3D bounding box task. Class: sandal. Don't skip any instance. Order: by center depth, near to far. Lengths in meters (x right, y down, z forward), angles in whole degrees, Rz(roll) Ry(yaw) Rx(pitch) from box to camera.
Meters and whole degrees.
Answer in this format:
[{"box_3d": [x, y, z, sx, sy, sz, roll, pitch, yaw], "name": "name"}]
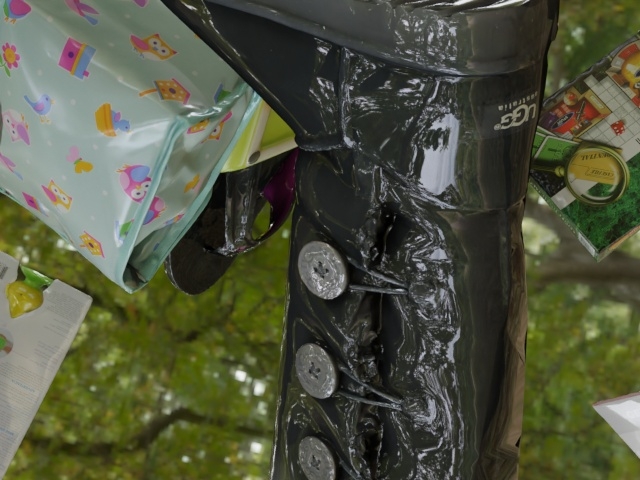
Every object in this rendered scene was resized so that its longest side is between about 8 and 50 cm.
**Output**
[{"box_3d": [-0.088, -0.104, 1.780, 0.167, 0.107, 0.446, 30, -86, -51], "name": "sandal"}]

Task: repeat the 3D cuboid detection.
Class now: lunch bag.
[{"box_3d": [-0.206, -0.099, 1.105, 0.160, 0.223, 0.262, -43, -13, -48], "name": "lunch bag"}]

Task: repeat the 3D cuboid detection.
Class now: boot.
[{"box_3d": [0.001, 0.001, 0.856, 0.146, 0.367, 0.445, -23, -54, -29], "name": "boot"}]

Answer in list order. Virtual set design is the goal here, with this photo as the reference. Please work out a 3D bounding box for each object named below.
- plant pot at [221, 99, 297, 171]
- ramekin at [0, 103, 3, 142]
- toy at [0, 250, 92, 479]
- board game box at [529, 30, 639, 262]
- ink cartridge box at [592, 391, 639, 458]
[{"box_3d": [-0.080, -0.215, 1.278, 0.227, 0.207, 0.228, -26, -34, -44], "name": "plant pot"}, {"box_3d": [-0.332, -0.080, 0.759, 0.273, 0.273, 0.127, 73, -151, -52], "name": "ramekin"}, {"box_3d": [-0.347, 0.138, 1.256, 0.237, 0.137, 0.056, -64, -7, 0], "name": "toy"}, {"box_3d": [0.289, -0.110, 0.980, 0.260, 0.136, 0.030, -37, -19, -4], "name": "board game box"}, {"box_3d": [0.351, 0.151, 0.700, 0.261, 0.296, 0.066, 51, -124, -7], "name": "ink cartridge box"}]
